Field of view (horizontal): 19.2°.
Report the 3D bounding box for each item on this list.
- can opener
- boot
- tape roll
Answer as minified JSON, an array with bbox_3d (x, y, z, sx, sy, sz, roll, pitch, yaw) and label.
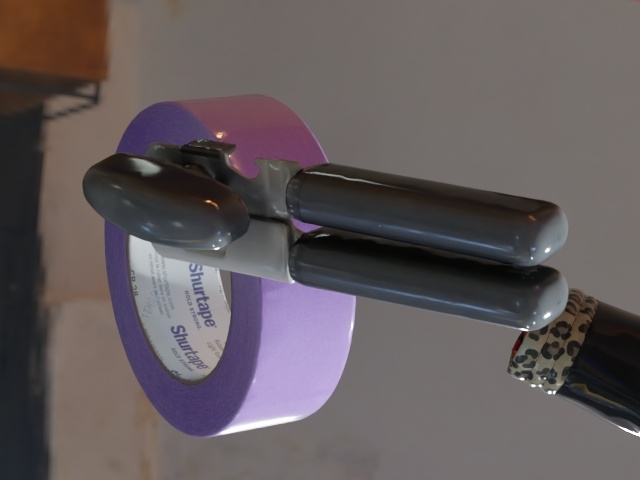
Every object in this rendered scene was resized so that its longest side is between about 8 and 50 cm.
[{"bbox_3d":[0.000,0.000,1.039,0.280,0.093,0.074,10,-65,29],"label":"can opener"},{"bbox_3d":[0.229,0.079,1.288,0.179,0.236,0.085,27,-72,7],"label":"boot"},{"bbox_3d":[-0.080,0.020,1.549,0.275,0.090,0.274,19,-68,57],"label":"tape roll"}]
